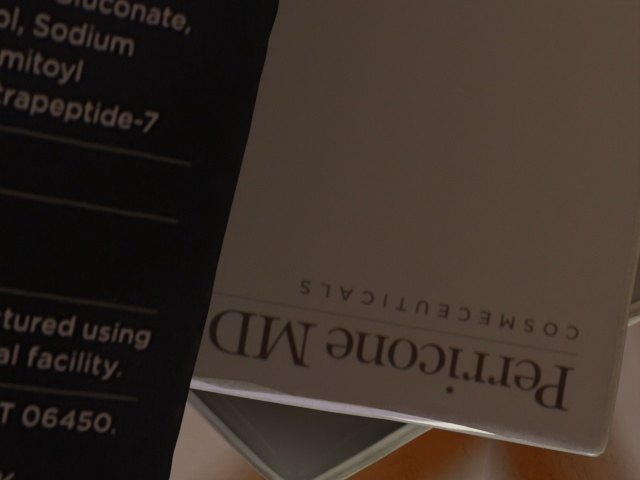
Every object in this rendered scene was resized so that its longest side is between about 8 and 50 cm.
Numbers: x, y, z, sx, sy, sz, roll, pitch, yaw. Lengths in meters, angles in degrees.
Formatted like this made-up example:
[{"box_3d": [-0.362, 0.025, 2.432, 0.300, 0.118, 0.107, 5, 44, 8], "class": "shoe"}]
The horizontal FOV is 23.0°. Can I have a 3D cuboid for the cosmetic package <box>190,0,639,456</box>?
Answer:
[{"box_3d": [0.047, -0.146, 0.734, 0.230, 0.453, 0.161, 9, 177, 1], "class": "cosmetic package"}]

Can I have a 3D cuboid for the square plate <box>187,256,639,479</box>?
[{"box_3d": [0.000, 0.000, 0.952, 0.344, 0.049, 0.347, -23, -135, -36], "class": "square plate"}]

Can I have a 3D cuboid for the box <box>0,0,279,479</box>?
[{"box_3d": [-0.223, -0.160, 0.612, 0.297, 0.471, 0.480, 9, -172, -26], "class": "box"}]
